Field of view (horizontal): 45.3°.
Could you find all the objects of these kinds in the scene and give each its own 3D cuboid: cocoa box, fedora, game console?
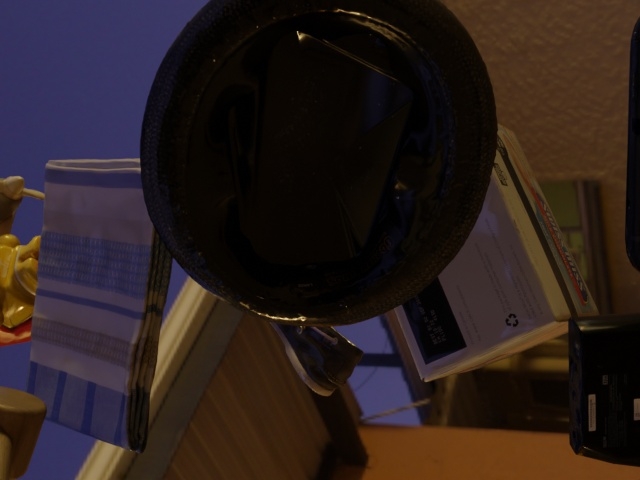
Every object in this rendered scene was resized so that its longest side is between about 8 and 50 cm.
[{"bbox_3d":[0.233,0.009,1.187,0.228,0.231,0.347,6,-121,-56],"label":"cocoa box"},{"bbox_3d":[-0.002,-0.090,0.710,0.152,0.334,0.334,-85,-17,-66],"label":"fedora"},{"bbox_3d":[0.293,0.008,0.559,0.044,0.213,0.361,-85,-9,-74],"label":"game console"}]

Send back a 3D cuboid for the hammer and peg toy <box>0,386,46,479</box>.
[{"bbox_3d":[-0.323,0.079,0.463,0.361,0.266,0.127,21,-97,-33],"label":"hammer and peg toy"}]

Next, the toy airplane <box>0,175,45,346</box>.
[{"bbox_3d":[-0.515,0.078,1.143,0.384,0.386,0.272,-47,-39,-20],"label":"toy airplane"}]

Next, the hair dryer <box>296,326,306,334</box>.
[{"bbox_3d":[0.000,0.000,1.099,0.224,0.080,0.293,-62,-1,7],"label":"hair dryer"}]

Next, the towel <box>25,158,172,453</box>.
[{"bbox_3d":[-0.233,0.055,0.781,0.034,0.209,0.285,7,-91,-52],"label":"towel"}]

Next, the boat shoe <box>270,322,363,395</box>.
[{"bbox_3d":[-0.045,0.104,1.269,0.335,0.095,0.112,51,-168,33],"label":"boat shoe"}]
